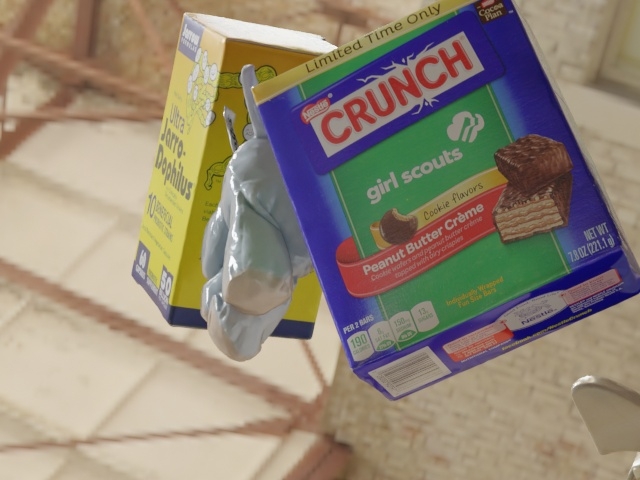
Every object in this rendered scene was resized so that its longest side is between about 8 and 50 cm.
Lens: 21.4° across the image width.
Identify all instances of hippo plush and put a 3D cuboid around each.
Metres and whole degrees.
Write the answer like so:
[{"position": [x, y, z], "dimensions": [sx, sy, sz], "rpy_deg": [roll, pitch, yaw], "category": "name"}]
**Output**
[{"position": [0.000, 0.000, 1.878], "dimensions": [0.236, 0.234, 0.294], "rpy_deg": [7, -113, -12], "category": "hippo plush"}]

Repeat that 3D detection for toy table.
[{"position": [0.347, 0.216, 1.520], "dimensions": [0.160, 0.252, 0.274], "rpy_deg": [-24, 176, 23], "category": "toy table"}]

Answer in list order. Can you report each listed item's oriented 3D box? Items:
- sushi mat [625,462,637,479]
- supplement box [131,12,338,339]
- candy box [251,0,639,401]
[{"position": [0.402, 0.256, 1.773], "dimensions": [0.151, 0.019, 0.316], "rpy_deg": [25, -124, 13], "category": "sushi mat"}, {"position": [-0.091, -0.081, 2.102], "dimensions": [0.195, 0.357, 0.194], "rpy_deg": [8, -167, -23], "category": "supplement box"}, {"position": [0.115, -0.052, 1.578], "dimensions": [0.268, 0.122, 0.317], "rpy_deg": [-25, -119, 10], "category": "candy box"}]
